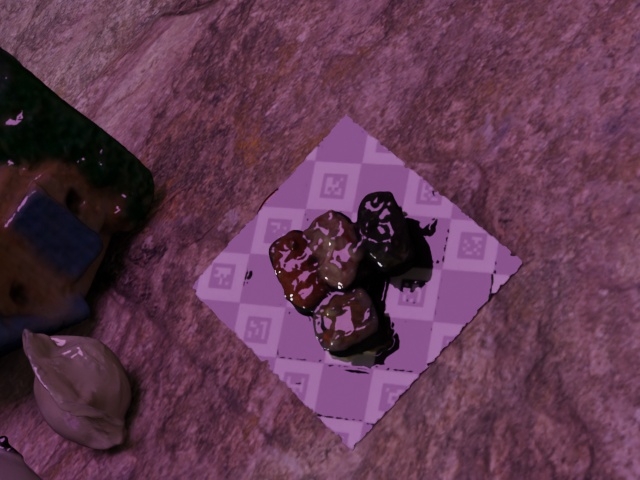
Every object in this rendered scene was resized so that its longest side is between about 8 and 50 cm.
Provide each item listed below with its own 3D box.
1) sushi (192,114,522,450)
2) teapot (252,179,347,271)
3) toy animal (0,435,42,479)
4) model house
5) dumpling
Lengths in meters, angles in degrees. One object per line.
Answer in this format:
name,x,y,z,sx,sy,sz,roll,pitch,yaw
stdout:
sushi,0.017,0.024,1.251,0.219,0.047,0.231,-48,61,0
teapot,0.000,0.000,1.358,0.173,0.116,0.116,-23,37,11
toy animal,-0.354,0.313,1.376,0.235,0.165,0.187,-43,35,3
model house,-0.461,-0.014,1.651,0.334,0.382,0.342,-23,34,37
dumpling,-0.264,0.142,1.482,0.100,0.134,0.169,-37,30,19
